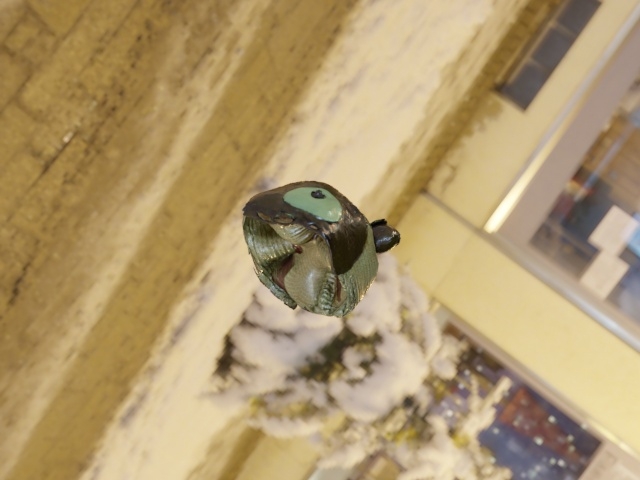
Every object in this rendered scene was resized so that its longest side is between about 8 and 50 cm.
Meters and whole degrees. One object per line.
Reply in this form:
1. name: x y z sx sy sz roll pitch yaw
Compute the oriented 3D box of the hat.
1. hat: 0.000 -0.001 0.640 0.059 0.077 0.076 -41 127 -35
